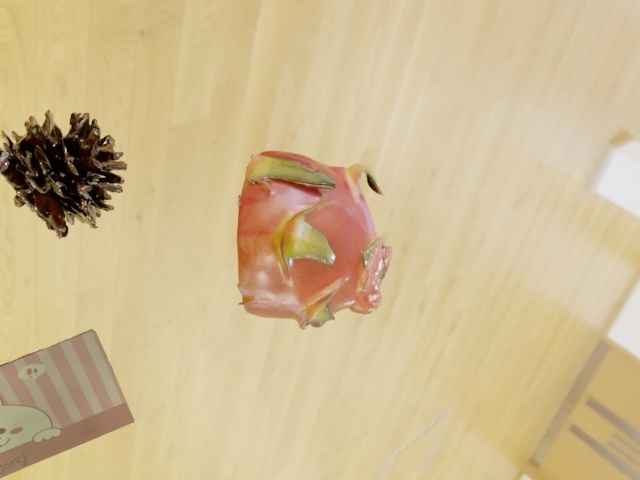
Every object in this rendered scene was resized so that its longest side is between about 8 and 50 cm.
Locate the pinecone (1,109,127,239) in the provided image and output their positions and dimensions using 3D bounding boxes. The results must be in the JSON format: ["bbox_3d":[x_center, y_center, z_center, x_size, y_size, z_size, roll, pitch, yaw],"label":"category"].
[{"bbox_3d":[-0.267,-0.073,0.832,0.121,0.140,0.140,-36,150,-7],"label":"pinecone"}]

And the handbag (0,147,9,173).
[{"bbox_3d":[-0.410,-0.050,0.694,0.216,0.203,0.074,-56,151,-22],"label":"handbag"}]

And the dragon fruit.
[{"bbox_3d":[0.000,0.000,1.302,0.305,0.226,0.305,5,90,-80],"label":"dragon fruit"}]

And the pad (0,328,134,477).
[{"bbox_3d":[-0.375,0.215,0.899,0.300,0.005,0.202,-21,139,-15],"label":"pad"}]
